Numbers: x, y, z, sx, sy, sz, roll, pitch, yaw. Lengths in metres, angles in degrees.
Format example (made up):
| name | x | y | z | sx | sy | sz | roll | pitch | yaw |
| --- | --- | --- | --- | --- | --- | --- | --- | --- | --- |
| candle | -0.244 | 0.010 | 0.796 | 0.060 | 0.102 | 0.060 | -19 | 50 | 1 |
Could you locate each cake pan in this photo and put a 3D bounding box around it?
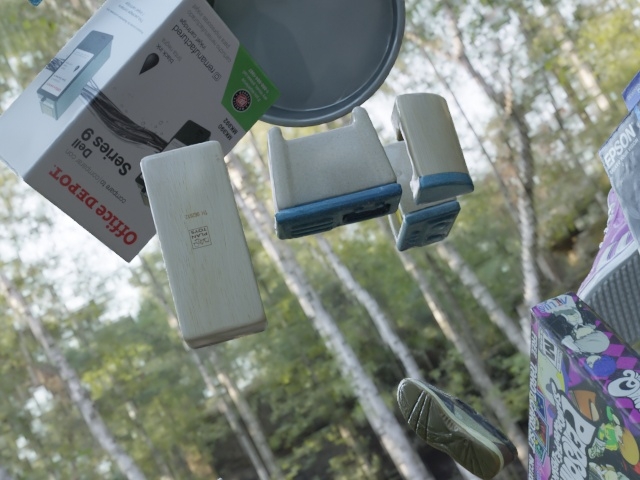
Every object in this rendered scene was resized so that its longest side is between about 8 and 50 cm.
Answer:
| name | x | y | z | sx | sy | sz | roll | pitch | yaw |
| --- | --- | --- | --- | --- | --- | --- | --- | --- | --- |
| cake pan | -0.030 | -0.300 | 1.466 | 0.293 | 0.293 | 0.054 | -30 | 2 | 10 |

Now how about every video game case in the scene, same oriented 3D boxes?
| name | x | y | z | sx | sy | sz | roll | pitch | yaw |
| --- | --- | --- | --- | --- | --- | --- | --- | --- | --- |
| video game case | 0.206 | 0.184 | 0.725 | 0.041 | 0.210 | 0.232 | -17 | -52 | -14 |

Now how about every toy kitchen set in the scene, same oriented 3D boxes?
| name | x | y | z | sx | sy | sz | roll | pitch | yaw |
| --- | --- | --- | --- | --- | --- | --- | --- | --- | --- |
| toy kitchen set | 0.000 | 0.000 | 0.750 | 0.207 | 0.122 | 0.166 | -14 | -14 | -4 |

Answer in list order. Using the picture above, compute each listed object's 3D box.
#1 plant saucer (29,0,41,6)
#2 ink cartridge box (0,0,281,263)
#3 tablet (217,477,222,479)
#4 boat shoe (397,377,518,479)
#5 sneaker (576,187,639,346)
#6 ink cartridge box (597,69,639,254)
| name | x | y | z | sx | sy | sz | roll | pitch | yaw |
| --- | --- | --- | --- | --- | --- | --- | --- | --- | --- |
| plant saucer | -0.291 | -0.364 | 1.260 | 0.192 | 0.067 | 0.018 | -45 | 7 | 9 |
| ink cartridge box | -0.219 | -0.147 | 1.291 | 0.289 | 0.121 | 0.211 | -49 | -41 | -5 |
| tablet | -0.149 | 0.333 | 1.345 | 0.083 | 0.006 | 0.054 | -22 | -55 | -59 |
| boat shoe | 0.211 | 0.286 | 1.683 | 0.073 | 0.223 | 0.080 | -10 | -57 | -38 |
| sneaker | 0.388 | 0.014 | 1.364 | 0.282 | 0.102 | 0.161 | -54 | 17 | 6 |
| ink cartridge box | 0.340 | -0.045 | 0.973 | 0.065 | 0.333 | 0.165 | -5 | -29 | -17 |
